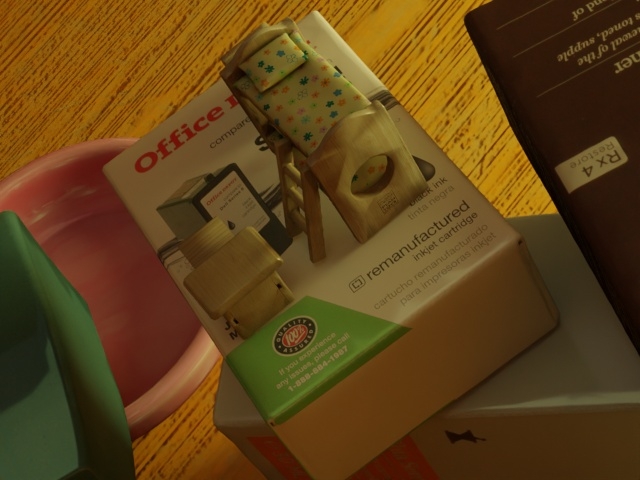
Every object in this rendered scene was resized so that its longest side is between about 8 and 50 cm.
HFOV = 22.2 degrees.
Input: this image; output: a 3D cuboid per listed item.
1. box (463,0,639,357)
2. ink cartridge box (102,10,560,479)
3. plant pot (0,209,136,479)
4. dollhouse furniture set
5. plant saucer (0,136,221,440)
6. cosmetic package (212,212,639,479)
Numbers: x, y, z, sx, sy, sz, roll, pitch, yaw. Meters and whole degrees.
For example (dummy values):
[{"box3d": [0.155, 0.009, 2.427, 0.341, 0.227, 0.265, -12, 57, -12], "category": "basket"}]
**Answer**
[{"box3d": [0.252, -0.024, 1.006, 0.191, 0.143, 0.381, -28, 54, 5], "category": "box"}, {"box3d": [0.000, 0.000, 1.117, 0.198, 0.115, 0.273, -37, 51, -2], "category": "ink cartridge box"}, {"box3d": [-0.249, 0.137, 1.291, 0.166, 0.165, 0.234, -29, 54, -1], "category": "plant pot"}, {"box3d": [-0.058, -0.060, 1.042, 0.161, 0.101, 0.182, -40, 52, -5], "category": "dollhouse furniture set"}, {"box3d": [-0.212, 0.061, 1.485, 0.332, 0.084, 0.332, -12, 55, 18], "category": "plant saucer"}, {"box3d": [0.178, 0.104, 1.188, 0.453, 0.230, 0.161, -6, 57, 22], "category": "cosmetic package"}]
